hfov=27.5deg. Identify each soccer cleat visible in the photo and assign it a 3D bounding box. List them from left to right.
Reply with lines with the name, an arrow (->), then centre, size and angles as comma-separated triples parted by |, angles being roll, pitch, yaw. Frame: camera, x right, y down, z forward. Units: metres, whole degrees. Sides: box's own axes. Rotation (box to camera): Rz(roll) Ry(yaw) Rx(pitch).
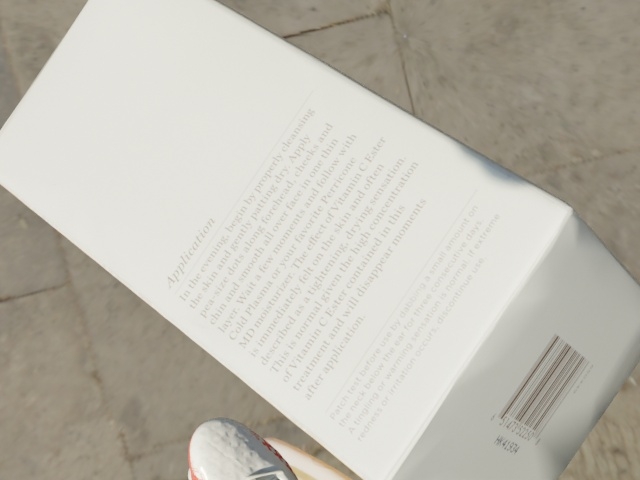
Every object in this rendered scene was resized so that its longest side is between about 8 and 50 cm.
soccer cleat -> -0.006, 0.084, 0.364 | 0.029, 0.035, 0.083 | -36, 99, -30

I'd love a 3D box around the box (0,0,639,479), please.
box -> 0.000, 0.000, 0.790 | 0.345, 0.215, 0.168 | 35, 91, 33

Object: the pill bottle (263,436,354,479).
pill bottle -> -0.038, 0.233, 0.840 | 0.112, 0.112, 0.187 | 33, 76, -2
